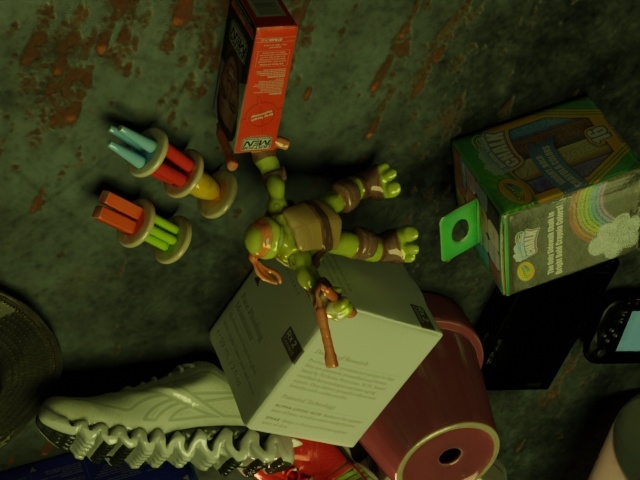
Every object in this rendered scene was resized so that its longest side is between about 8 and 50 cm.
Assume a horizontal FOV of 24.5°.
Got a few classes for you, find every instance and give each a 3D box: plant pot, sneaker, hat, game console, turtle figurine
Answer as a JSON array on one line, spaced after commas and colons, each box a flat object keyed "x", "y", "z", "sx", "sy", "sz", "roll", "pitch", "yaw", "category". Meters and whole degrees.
[{"x": 0.113, "y": 0.191, "z": 1.714, "sx": 0.201, "sy": 0.180, "sz": 0.201, "roll": -13, "pitch": 135, "yaw": -14, "category": "plant pot"}, {"x": -0.170, "y": 0.191, "z": 1.633, "sx": 0.292, "sy": 0.118, "sz": 0.110, "roll": 8, "pitch": 159, "yaw": -23, "category": "sneaker"}, {"x": -0.413, "y": 0.192, "z": 1.490, "sx": 0.331, "sy": 0.134, "sz": 0.331, "roll": -13, "pitch": 134, "yaw": -14, "category": "hat"}, {"x": 0.009, "y": 0.303, "z": 1.762, "sx": 0.279, "sy": 0.118, "sz": 0.107, "roll": 37, "pitch": 108, "yaw": -12, "category": "sneaker"}, {"x": 0.362, "y": 0.099, "z": 1.850, "sx": 0.361, "sy": 0.044, "sz": 0.213, "roll": 1, "pitch": 130, "yaw": -28, "category": "game console"}, {"x": 0.000, "y": 0.000, "z": 1.468, "sx": 0.217, "sy": 0.269, "sz": 0.087, "roll": -10, "pitch": 157, "yaw": -45, "category": "turtle figurine"}]

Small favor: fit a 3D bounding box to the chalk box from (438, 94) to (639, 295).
[{"x": 0.221, "y": -0.041, "z": 1.586, "sx": 0.213, "sy": 0.132, "sz": 0.132, "roll": -18, "pitch": 137, "yaw": -9, "category": "chalk box"}]

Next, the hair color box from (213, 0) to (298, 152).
[{"x": -0.062, "y": -0.158, "z": 1.376, "sx": 0.043, "sy": 0.072, "sz": 0.141, "roll": -7, "pitch": 132, "yaw": -22, "category": "hair color box"}]

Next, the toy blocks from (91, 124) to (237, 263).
[{"x": -0.171, "y": -0.050, "z": 1.437, "sx": 0.123, "sy": 0.054, "sz": 0.148, "roll": -44, "pitch": 134, "yaw": 16, "category": "toy blocks"}]

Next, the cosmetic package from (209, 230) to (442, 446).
[{"x": 0.003, "y": 0.101, "z": 1.595, "sx": 0.151, "sy": 0.151, "sz": 0.183, "roll": 16, "pitch": 121, "yaw": -35, "category": "cosmetic package"}]

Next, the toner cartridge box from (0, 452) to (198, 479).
[{"x": -0.302, "y": 0.331, "z": 1.652, "sx": 0.348, "sy": 0.165, "sz": 0.075, "roll": -14, "pitch": 136, "yaw": -13, "category": "toner cartridge box"}]

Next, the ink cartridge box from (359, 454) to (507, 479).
[{"x": 0.119, "y": 0.332, "z": 1.882, "sx": 0.148, "sy": 0.086, "sz": 0.203, "roll": 38, "pitch": 110, "yaw": -16, "category": "ink cartridge box"}]

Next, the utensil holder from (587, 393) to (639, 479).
[{"x": 0.495, "y": 0.438, "z": 2.035, "sx": 0.327, "sy": 0.327, "sz": 0.385, "roll": -6, "pitch": 132, "yaw": -21, "category": "utensil holder"}]
